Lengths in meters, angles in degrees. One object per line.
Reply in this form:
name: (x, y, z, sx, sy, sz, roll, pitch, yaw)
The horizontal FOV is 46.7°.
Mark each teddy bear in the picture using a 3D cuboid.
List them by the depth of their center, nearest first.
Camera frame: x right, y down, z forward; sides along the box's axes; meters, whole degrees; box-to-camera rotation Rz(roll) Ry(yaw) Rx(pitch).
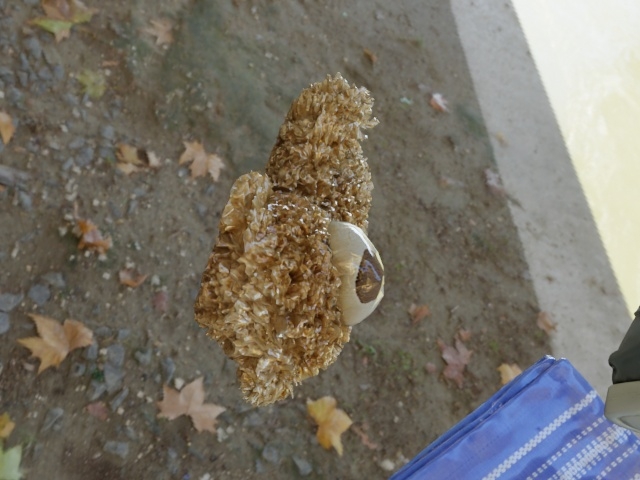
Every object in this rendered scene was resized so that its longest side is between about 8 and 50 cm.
teddy bear: (0.000, 0.000, 0.600, 0.113, 0.338, 0.245, 18, 88, 3)

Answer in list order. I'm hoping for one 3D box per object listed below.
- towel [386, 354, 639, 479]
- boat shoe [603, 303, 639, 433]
towel: (0.223, 0.257, 0.545, 0.243, 0.040, 0.336, -26, 59, -31)
boat shoe: (0.246, 0.037, 0.324, 0.116, 0.319, 0.099, 22, 70, -10)
